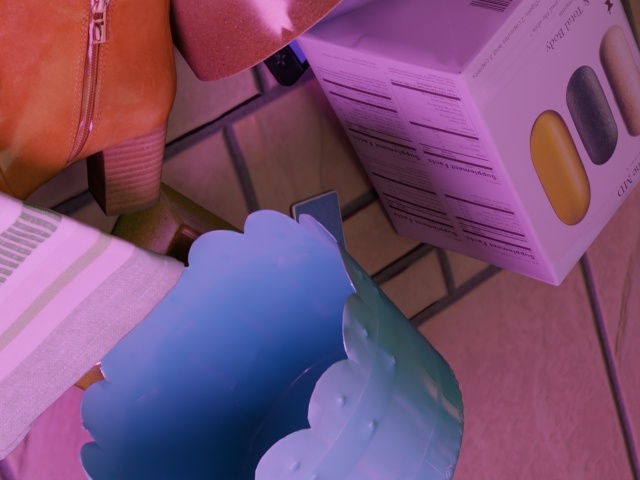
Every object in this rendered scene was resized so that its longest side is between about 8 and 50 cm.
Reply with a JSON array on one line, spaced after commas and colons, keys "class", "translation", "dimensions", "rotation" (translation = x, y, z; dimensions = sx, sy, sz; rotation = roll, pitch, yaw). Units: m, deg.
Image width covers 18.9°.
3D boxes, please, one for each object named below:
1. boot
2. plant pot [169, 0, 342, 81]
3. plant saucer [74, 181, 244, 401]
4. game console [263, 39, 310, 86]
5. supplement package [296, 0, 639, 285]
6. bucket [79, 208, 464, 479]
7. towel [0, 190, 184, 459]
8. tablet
[{"class": "boot", "translation": [-0.247, -0.106, 1.430], "dimensions": [0.295, 0.104, 0.211], "rotation": [-13, 119, -25]}, {"class": "plant pot", "translation": [-0.087, -0.297, 1.506], "dimensions": [0.254, 0.237, 0.237], "rotation": [49, 67, -21]}, {"class": "plant saucer", "translation": [-0.114, 0.066, 1.648], "dimensions": [0.188, 0.045, 0.188], "rotation": [32, 77, -39]}, {"class": "game console", "translation": [-0.003, -0.208, 1.673], "dimensions": [0.122, 0.071, 0.107], "rotation": [-50, 125, -21]}, {"class": "supplement package", "translation": [0.150, -0.136, 1.707], "dimensions": [0.199, 0.198, 0.262], "rotation": [-50, 134, -22]}, {"class": "bucket", "translation": [-0.035, 0.136, 1.525], "dimensions": [0.183, 0.281, 0.281], "rotation": [41, 72, -38]}, {"class": "towel", "translation": [-0.297, 0.051, 1.408], "dimensions": [0.325, 0.038, 0.248], "rotation": [23, 123, -40]}, {"class": "tablet", "translation": [0.000, 0.000, 1.756], "dimensions": [0.054, 0.006, 0.083], "rotation": [-21, 110, -35]}]
